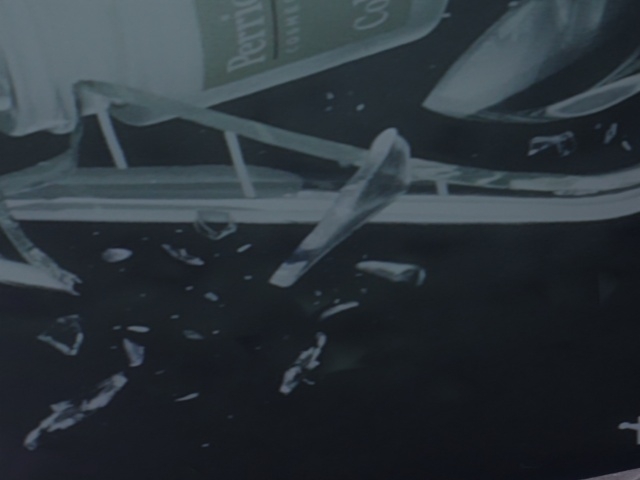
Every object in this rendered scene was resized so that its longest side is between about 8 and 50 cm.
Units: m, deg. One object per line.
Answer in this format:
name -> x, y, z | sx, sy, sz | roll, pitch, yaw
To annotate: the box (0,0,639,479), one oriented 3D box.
box -> 0.000, -0.146, 0.687 | 0.472, 0.297, 0.480 | -10, 135, 2
